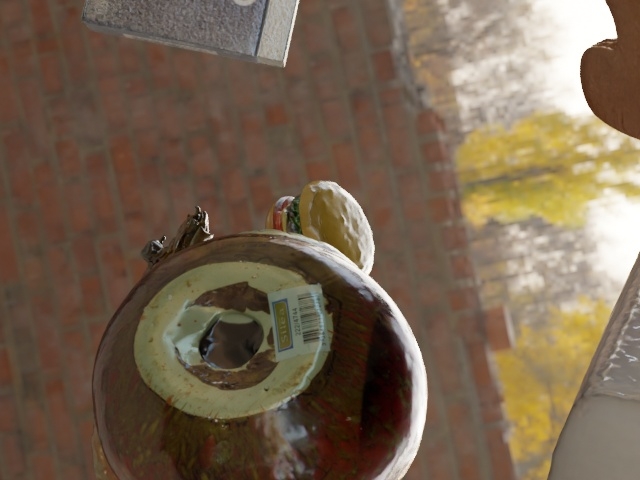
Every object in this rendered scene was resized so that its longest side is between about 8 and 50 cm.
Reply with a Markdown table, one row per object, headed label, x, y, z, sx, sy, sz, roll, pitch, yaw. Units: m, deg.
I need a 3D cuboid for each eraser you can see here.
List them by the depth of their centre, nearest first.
| label | x | y | z | sx | sy | sz | roll | pitch | yaw |
| --- | --- | --- | --- | --- | --- | --- | --- | --- | --- |
| eraser | 0.207 | 0.086 | 0.811 | 0.270 | 0.095 | 0.174 | -52 | 146 | -52 |
| eraser | -0.132 | -0.242 | 1.425 | 0.046 | 0.213 | 0.091 | 84 | 19 | -87 |

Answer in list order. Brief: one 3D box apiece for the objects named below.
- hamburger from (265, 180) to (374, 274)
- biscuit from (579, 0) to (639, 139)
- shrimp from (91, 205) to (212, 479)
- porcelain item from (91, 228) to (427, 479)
| label | x | y | z | sx | sy | sz | roll | pitch | yaw |
| --- | --- | --- | --- | --- | --- | --- | --- | --- | --- |
| hamburger | 0.000 | 0.000 | 1.863 | 0.162 | 0.115 | 0.162 | 38 | 40 | -41 |
| biscuit | 0.292 | -0.185 | 1.275 | 0.186 | 0.036 | 0.192 | -146 | -137 | -60 |
| shrimp | -0.127 | 0.113 | 1.160 | 0.062 | 0.154 | 0.294 | -6 | 113 | -44 |
| porcelain item | -0.038 | 0.124 | 1.025 | 0.253 | 0.253 | 0.253 | -11 | 90 | -85 |
